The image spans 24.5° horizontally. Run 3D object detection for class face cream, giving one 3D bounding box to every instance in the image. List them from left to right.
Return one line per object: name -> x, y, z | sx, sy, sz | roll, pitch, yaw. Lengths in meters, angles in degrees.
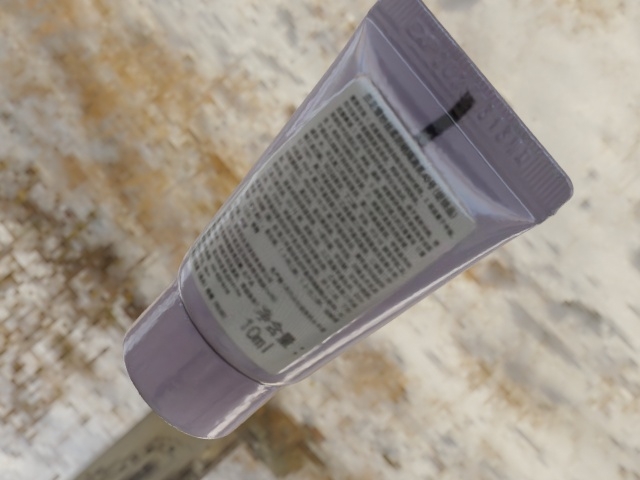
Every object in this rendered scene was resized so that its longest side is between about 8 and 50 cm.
face cream -> 0.000, 0.000, 0.843 | 0.154, 0.274, 0.096 | 54, -153, 15
